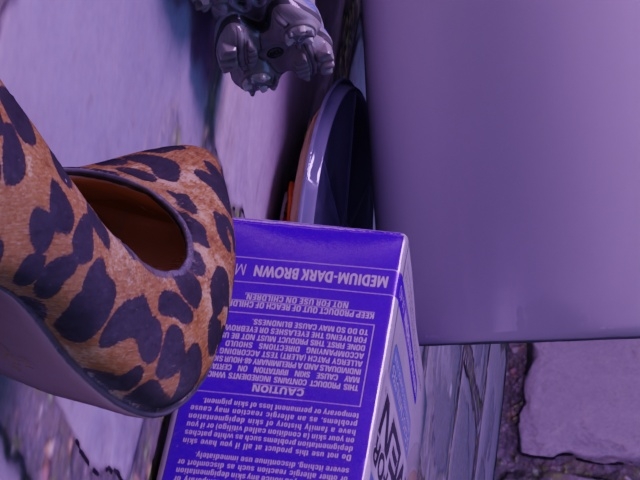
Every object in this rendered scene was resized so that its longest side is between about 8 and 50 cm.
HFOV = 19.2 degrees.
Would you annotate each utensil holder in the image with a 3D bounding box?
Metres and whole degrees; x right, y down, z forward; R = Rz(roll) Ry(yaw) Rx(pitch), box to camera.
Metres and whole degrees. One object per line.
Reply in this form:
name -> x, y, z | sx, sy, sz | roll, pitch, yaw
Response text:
utensil holder -> 0.178, -0.131, 1.160 | 0.327, 0.327, 0.386 | 19, 69, -79

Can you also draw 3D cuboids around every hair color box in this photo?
hair color box -> -0.022, 0.179, 0.932 | 0.185, 0.110, 0.339 | 79, 20, -57

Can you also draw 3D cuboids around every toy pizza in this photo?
toy pizza -> 0.000, 0.000, 1.169 | 0.201, 0.032, 0.201 | 5, 90, -78

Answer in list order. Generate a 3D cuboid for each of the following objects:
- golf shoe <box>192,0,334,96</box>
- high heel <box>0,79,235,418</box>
golf shoe -> -0.039, -0.144, 0.884 | 0.176, 0.069, 0.086 | 80, -2, -62
high heel -> -0.079, -0.032, 0.567 | 0.261, 0.093, 0.186 | -49, 149, -58
